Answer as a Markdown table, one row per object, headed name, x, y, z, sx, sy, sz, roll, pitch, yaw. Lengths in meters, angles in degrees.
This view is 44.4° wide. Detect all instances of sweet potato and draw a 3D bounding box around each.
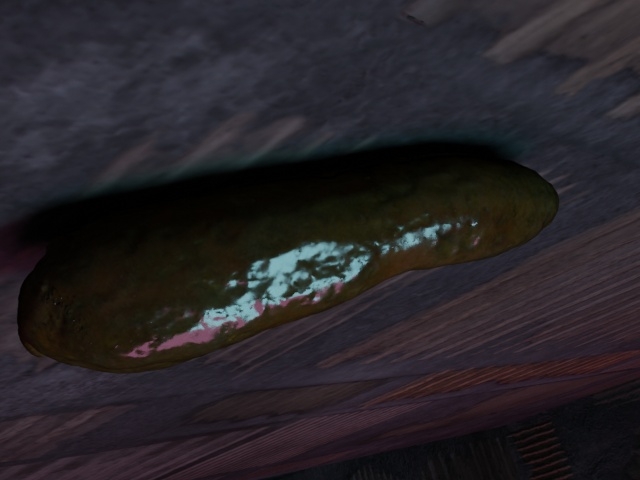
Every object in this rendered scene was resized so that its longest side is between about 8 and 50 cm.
| name | x | y | z | sx | sy | sz | roll | pitch | yaw |
| --- | --- | --- | --- | --- | --- | --- | --- | --- | --- |
| sweet potato | 0.000 | 0.000 | 0.361 | 0.274 | 0.075 | 0.075 | -15 | 161 | -17 |
